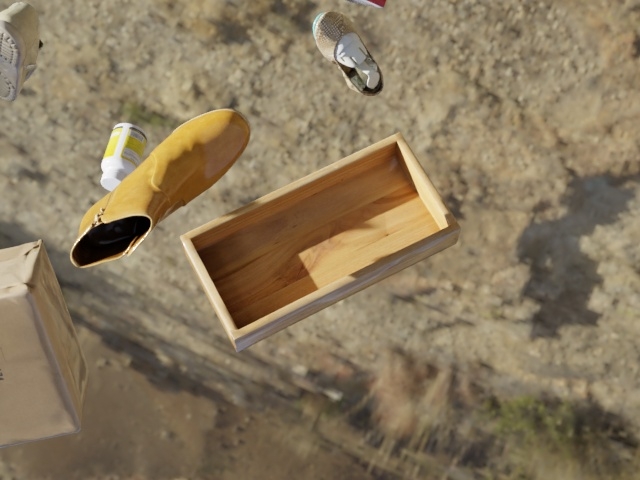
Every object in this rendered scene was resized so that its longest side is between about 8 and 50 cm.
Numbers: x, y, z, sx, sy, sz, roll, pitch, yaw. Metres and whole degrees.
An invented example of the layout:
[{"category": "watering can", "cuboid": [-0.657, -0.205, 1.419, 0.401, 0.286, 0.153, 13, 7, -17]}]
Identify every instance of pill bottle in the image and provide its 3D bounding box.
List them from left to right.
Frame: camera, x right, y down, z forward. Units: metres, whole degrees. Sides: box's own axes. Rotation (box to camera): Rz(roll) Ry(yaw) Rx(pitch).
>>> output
[{"category": "pill bottle", "cuboid": [-0.353, -0.146, 2.096, 0.065, 0.116, 0.065, 10, 149, 6]}]

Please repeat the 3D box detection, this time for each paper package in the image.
[{"category": "paper package", "cuboid": [-0.596, 0.196, 2.080, 0.310, 0.168, 0.324, -11, 122, 2]}]

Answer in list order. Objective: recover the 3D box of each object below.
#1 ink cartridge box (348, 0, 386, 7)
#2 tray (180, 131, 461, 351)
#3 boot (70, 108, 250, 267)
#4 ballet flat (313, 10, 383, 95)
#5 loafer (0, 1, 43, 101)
[{"category": "ink cartridge box", "cuboid": [-0.003, -0.484, 1.463, 0.272, 0.309, 0.130, 17, -171, -19]}, {"category": "tray", "cuboid": [0.000, 0.000, 1.934, 0.202, 0.411, 0.076, 60, 169, 21]}, {"category": "boot", "cuboid": [-0.225, -0.068, 1.702, 0.104, 0.295, 0.211, 52, -169, -17]}, {"category": "ballet flat", "cuboid": [0.054, -0.292, 1.866, 0.067, 0.073, 0.206, 40, 180, 31]}, {"category": "loafer", "cuboid": [-0.514, -0.314, 1.964, 0.102, 0.092, 0.268, 42, 156, -10]}]
